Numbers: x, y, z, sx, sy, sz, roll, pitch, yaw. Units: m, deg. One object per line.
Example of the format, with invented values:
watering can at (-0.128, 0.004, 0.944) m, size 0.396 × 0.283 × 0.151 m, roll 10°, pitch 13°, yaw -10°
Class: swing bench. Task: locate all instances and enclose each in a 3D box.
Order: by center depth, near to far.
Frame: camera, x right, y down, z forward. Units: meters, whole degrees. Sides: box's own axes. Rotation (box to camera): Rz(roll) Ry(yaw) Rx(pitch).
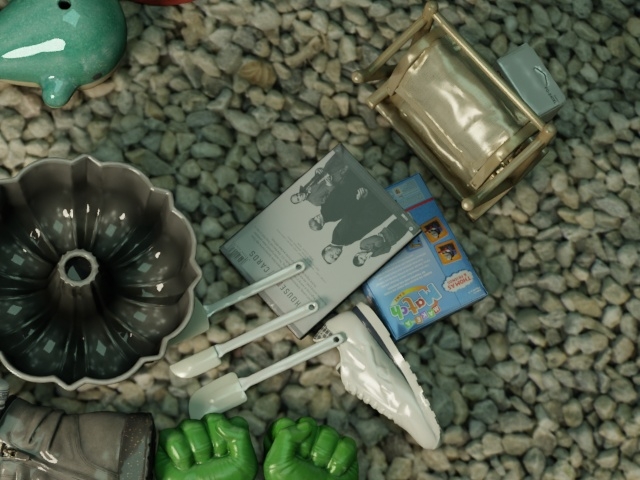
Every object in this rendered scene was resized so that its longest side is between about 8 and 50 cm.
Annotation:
swing bench at (0.193, -0.178, 1.888) m, size 0.165 × 0.254 × 0.253 m, roll -42°, pitch 83°, yaw 4°

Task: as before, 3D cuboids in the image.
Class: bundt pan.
bundt pan at (-0.330, 0.056, 1.794) m, size 0.330 × 0.124 × 0.331 m, roll 3°, pitch 70°, yaw -9°

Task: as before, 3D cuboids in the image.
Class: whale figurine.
whale figurine at (-0.413, -0.295, 1.889) m, size 0.272 × 0.141 × 0.216 m, roll -18°, pitch 76°, yaw -15°

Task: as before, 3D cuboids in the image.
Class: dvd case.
dvd case at (0.000, 0.000, 1.894) m, size 0.238 × 0.029 × 0.179 m, roll -41°, pitch 79°, yaw -6°

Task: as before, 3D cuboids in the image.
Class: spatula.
spatula at (-0.104, 0.132, 1.841) m, size 0.242 × 0.019 × 0.168 m, roll -26°, pitch 73°, yaw -1°

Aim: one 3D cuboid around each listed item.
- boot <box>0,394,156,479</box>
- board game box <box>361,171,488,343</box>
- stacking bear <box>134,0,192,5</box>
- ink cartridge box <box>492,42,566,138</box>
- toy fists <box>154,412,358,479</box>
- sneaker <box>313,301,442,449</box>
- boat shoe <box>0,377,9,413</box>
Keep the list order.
boot at (-0.339, 0.376, 1.710) m, size 0.222 × 0.118 × 0.338 m, roll 4°, pitch 64°, yaw -2°
board game box at (0.126, 0.025, 1.933) m, size 0.160 × 0.039 × 0.212 m, roll -25°, pitch 76°, yaw -16°
stacking bear at (-0.237, -0.476, 1.901) m, size 0.164 × 0.289 × 0.175 m, roll -25°, pitch 78°, yaw -17°
ink cartridge box at (0.295, -0.211, 1.982) m, size 0.063 × 0.150 × 0.109 m, roll -29°, pitch 79°, yaw -18°
toy fists at (-0.084, 0.303, 1.774) m, size 0.279 × 0.096 × 0.142 m, roll 3°, pitch 70°, yaw -8°
sneaker at (0.086, 0.203, 1.852) m, size 0.094 × 0.090 × 0.235 m, roll -33°, pitch 76°, yaw -6°
boat shoe at (-0.555, 0.186, 1.718) m, size 0.301 × 0.108 × 0.102 m, roll 19°, pitch 91°, yaw 9°
